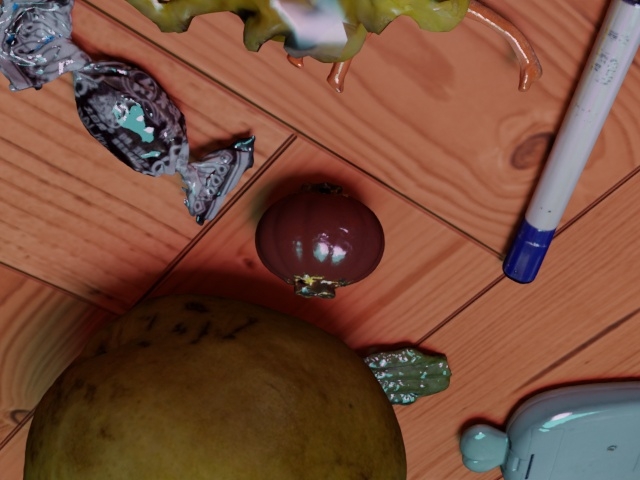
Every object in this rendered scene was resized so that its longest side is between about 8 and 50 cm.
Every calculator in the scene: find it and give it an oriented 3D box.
[{"bbox_3d":[0.296,0.220,0.971,0.295,0.042,0.184,-5,133,-4],"label":"calculator"}]

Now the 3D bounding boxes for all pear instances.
[{"bbox_3d":[-0.094,0.188,0.734,0.303,0.304,0.304,-3,134,-4],"label":"pear"}]

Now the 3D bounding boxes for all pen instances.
[{"bbox_3d":[0.193,-0.071,0.692,0.033,0.033,0.269,3,133,-9],"label":"pen"}]

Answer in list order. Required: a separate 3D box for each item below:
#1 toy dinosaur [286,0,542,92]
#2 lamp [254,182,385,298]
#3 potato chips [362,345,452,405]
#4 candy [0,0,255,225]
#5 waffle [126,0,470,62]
[{"bbox_3d":[0.020,-0.149,0.580,0.279,0.055,0.101,27,102,-25],"label":"toy dinosaur"},{"bbox_3d":[0.000,0.000,0.696,0.101,0.090,0.101,2,172,0],"label":"lamp"},{"bbox_3d":[0.028,0.136,0.872,0.207,0.028,0.092,-3,132,-7],"label":"potato chips"},{"bbox_3d":[-0.132,-0.093,0.619,0.094,0.051,0.226,-32,129,18],"label":"candy"},{"bbox_3d":[-0.055,-0.250,0.356,0.379,0.095,0.382,19,143,18],"label":"waffle"}]
